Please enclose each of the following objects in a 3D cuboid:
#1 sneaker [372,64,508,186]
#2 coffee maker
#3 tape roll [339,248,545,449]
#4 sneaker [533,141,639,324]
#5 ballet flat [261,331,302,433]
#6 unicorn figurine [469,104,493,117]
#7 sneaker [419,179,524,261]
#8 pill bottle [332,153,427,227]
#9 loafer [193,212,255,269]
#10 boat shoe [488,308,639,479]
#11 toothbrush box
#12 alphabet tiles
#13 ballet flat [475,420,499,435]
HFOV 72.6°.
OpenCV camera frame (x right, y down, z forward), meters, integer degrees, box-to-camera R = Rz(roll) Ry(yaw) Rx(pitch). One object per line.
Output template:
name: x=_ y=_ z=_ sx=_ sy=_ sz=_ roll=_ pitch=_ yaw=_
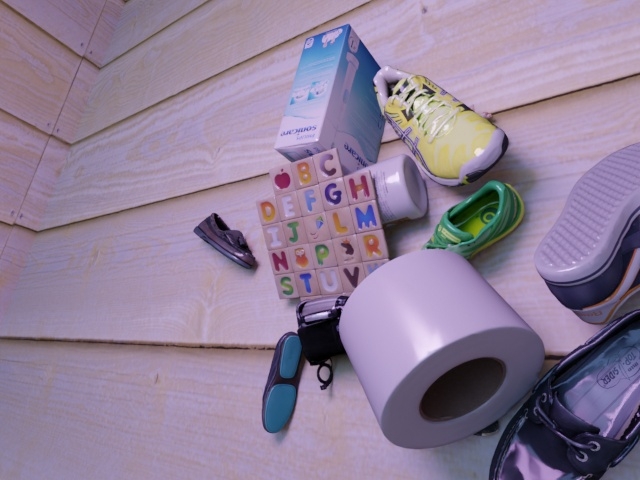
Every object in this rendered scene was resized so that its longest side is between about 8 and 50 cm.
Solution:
sneaker: x=0.199 y=-0.228 z=0.836 sx=0.145 sy=0.147 sz=0.384 roll=-48 pitch=33 yaw=12
coffee maker: x=0.062 y=0.175 z=0.827 sx=0.178 sy=0.120 sz=0.171 roll=-19 pitch=98 yaw=32
tape roll: x=0.167 y=0.157 z=0.640 sx=0.246 sy=0.246 sz=0.169 roll=-44 pitch=37 yaw=12
sneaker: x=0.432 y=-0.017 z=0.637 sx=0.321 sy=0.127 sz=0.126 roll=-43 pitch=19 yaw=-19
ballet flat: x=-0.083 y=0.290 z=0.908 sx=0.074 sy=0.074 sz=0.203 roll=5 pitch=78 yaw=38
unicorn figurine: x=0.302 y=-0.188 z=0.858 sx=0.111 sy=0.060 sz=0.161 roll=-37 pitch=36 yaw=29
sneaker: x=0.224 y=0.008 z=0.769 sx=0.295 sy=0.123 sz=0.109 roll=-50 pitch=49 yaw=7
pill bottle: x=0.092 y=-0.082 z=0.908 sx=0.229 sy=0.131 sz=0.131 roll=-16 pitch=60 yaw=31
loafer: x=-0.252 y=-0.009 z=1.162 sx=0.268 sy=0.096 sz=0.084 roll=27 pitch=80 yaw=44
boat shoe: x=0.337 y=0.219 z=0.560 sx=0.340 sy=0.113 sz=0.127 roll=-42 pitch=44 yaw=3
toothbrush box: x=0.041 y=-0.287 z=0.991 sx=0.126 sy=0.216 sz=0.295 roll=-1 pitch=70 yaw=38
alphabet tiles: x=0.000 y=0.000 z=0.897 sx=0.285 sy=0.011 sz=0.342 roll=-10 pitch=95 yaw=33
ballet flat: x=0.203 y=0.280 z=0.716 sx=0.173 sy=0.049 sz=0.057 roll=5 pitch=44 yaw=34
